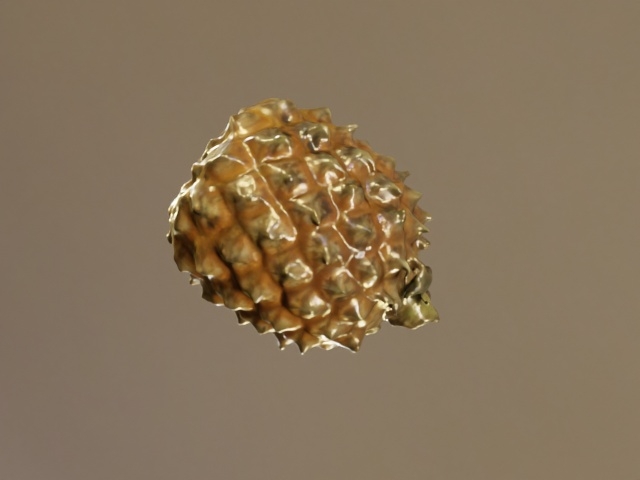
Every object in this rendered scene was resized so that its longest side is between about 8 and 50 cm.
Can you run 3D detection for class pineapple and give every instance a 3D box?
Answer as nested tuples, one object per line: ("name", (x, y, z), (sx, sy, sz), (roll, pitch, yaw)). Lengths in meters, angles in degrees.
("pineapple", (0.000, 0.000, 0.820), (0.193, 0.166, 0.166), (36, -29, 1))
